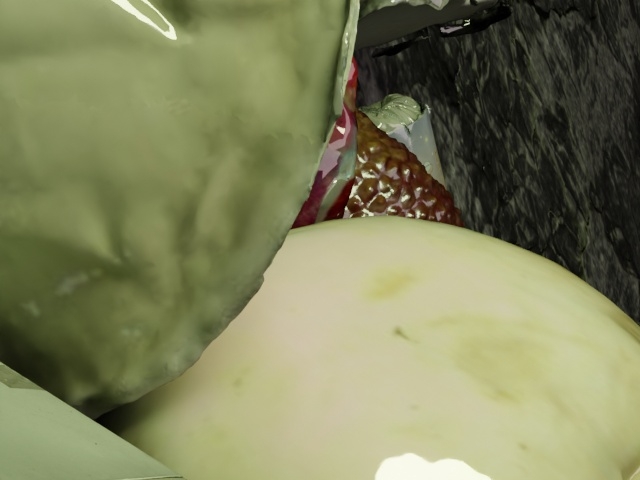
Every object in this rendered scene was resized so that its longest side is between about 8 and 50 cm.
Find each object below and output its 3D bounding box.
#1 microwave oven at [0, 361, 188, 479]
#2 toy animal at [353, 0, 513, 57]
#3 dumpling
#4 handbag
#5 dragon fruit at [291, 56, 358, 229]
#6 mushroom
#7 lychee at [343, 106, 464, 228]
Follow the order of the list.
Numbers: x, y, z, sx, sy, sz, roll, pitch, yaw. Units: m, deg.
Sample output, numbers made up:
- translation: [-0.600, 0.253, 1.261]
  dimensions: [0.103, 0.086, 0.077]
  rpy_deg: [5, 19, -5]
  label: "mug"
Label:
- translation: [-0.201, 0.130, 0.804]
  dimensions: [0.240, 0.194, 0.145]
  rpy_deg: [8, 104, -62]
  label: "microwave oven"
- translation: [-0.007, -0.312, 1.456]
  dimensions: [0.258, 0.194, 0.357]
  rpy_deg: [-11, 78, -55]
  label: "toy animal"
- translation: [-0.120, -0.093, 0.943]
  dimensions: [0.233, 0.315, 0.395]
  rpy_deg: [11, 85, -50]
  label: "dumpling"
- translation: [0.057, -0.040, 1.527]
  dimensions: [0.117, 0.095, 0.173]
  rpy_deg: [-56, 129, -61]
  label: "handbag"
- translation: [-0.074, -0.033, 1.140]
  dimensions: [0.161, 0.126, 0.274]
  rpy_deg: [-1, 106, -50]
  label: "dragon fruit"
- translation: [0.055, 0.159, 1.026]
  dimensions: [0.353, 0.325, 0.353]
  rpy_deg: [-20, 90, -81]
  label: "mushroom"
- translation: [0.005, -0.001, 1.302]
  dimensions: [0.194, 0.194, 0.194]
  rpy_deg: [40, 43, -50]
  label: "lychee"
